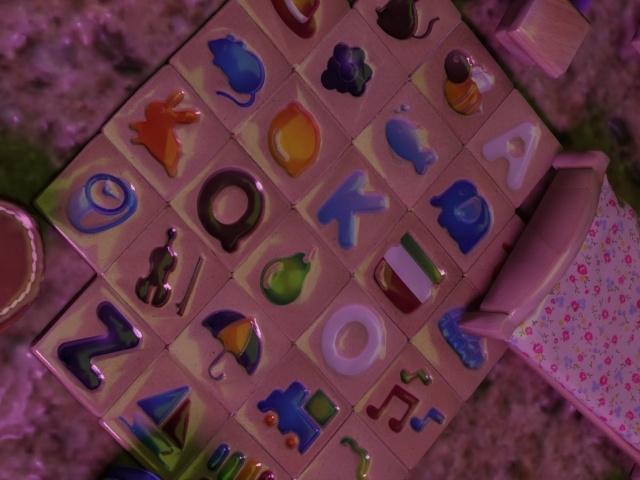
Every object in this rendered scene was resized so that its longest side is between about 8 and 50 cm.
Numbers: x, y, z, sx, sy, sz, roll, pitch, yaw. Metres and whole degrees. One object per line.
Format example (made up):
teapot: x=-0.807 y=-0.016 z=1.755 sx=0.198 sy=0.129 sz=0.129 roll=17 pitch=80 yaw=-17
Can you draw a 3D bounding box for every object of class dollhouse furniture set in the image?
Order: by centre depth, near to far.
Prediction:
dollhouse furniture set: x=0.208 y=0.000 z=0.947 sx=0.303 sy=0.174 sz=0.355 roll=40 pitch=71 yaw=-27

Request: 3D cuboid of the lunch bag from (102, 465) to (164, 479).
lunch bag: x=-0.085 y=0.170 z=0.858 sx=0.098 sy=0.067 sz=0.065 roll=47 pitch=69 yaw=-21

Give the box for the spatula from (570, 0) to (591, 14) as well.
spatula: x=0.066 y=-0.211 z=0.969 sx=0.296 sy=0.030 sz=0.084 roll=16 pitch=85 yaw=-28

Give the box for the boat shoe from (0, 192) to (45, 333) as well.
boat shoe: x=-0.275 y=0.036 z=0.730 sx=0.324 sy=0.116 sz=0.123 roll=-13 pitch=95 yaw=-28

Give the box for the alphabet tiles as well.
alphabet tiles: x=0.000 y=0.000 z=0.941 sx=0.285 sy=0.011 sz=0.342 roll=48 pitch=68 yaw=-19
